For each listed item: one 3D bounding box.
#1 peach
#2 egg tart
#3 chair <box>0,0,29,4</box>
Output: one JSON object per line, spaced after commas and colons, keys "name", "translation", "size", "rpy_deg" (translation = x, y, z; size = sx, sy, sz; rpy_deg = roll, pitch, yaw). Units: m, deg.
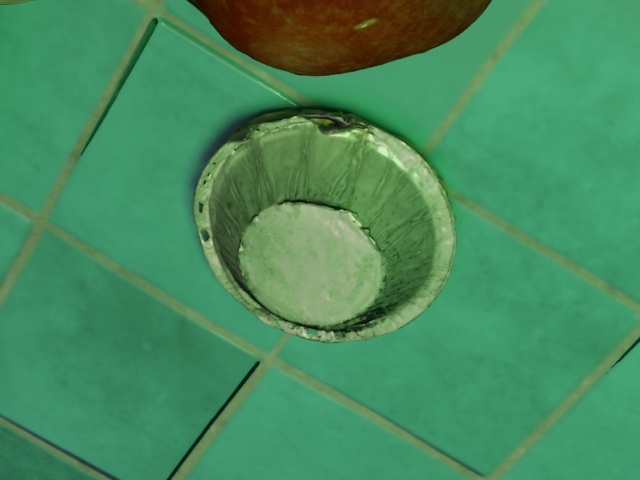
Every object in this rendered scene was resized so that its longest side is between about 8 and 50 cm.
{"name": "peach", "translation": [-0.006, -0.221, 0.873], "size": [0.256, 0.232, 0.232], "rpy_deg": [-2, 121, 15]}
{"name": "egg tart", "translation": [0.000, 0.000, 1.082], "size": [0.234, 0.094, 0.234], "rpy_deg": [6, 125, 8]}
{"name": "chair", "translation": [-0.243, -0.326, 0.881], "size": [0.203, 0.191, 0.275], "rpy_deg": [7, 151, 8]}
